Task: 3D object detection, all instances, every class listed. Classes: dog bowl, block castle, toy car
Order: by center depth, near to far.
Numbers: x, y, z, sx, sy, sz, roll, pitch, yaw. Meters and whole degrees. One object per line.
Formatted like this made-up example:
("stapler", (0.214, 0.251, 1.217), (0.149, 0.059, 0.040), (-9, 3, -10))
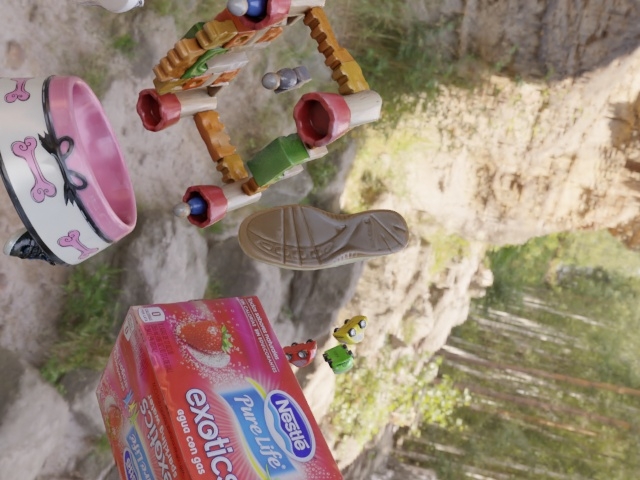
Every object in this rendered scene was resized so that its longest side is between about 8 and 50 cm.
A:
("block castle", (-0.143, -0.236, 1.225), (0.213, 0.303, 0.453), (-24, 177, -44))
("dog bowl", (-0.514, -0.158, 1.420), (0.408, 0.150, 0.407), (163, -90, -88))
("toy car", (0.030, 0.267, 1.621), (0.225, 0.239, 0.053), (-141, -152, -73))

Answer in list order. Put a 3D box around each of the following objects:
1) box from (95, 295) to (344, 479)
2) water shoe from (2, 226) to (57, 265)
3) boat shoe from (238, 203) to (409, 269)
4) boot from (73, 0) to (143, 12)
("box", (-0.077, 0.181, 0.543), (0.128, 0.123, 0.256), (-58, -132, 36))
("water shoe", (-0.608, 0.014, 1.519), (0.073, 0.080, 0.203), (-57, 168, 12))
("boat shoe", (0.000, 0.000, 1.163), (0.098, 0.302, 0.109), (149, -66, -63))
("boot", (-0.290, -0.369, 1.007), (0.086, 0.190, 0.069), (-9, 115, -42))
